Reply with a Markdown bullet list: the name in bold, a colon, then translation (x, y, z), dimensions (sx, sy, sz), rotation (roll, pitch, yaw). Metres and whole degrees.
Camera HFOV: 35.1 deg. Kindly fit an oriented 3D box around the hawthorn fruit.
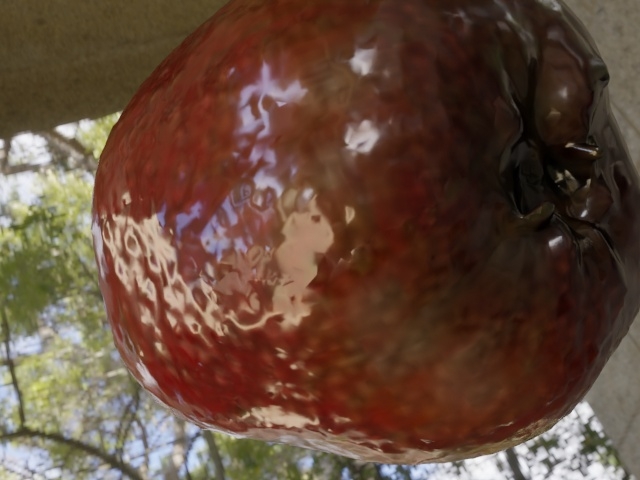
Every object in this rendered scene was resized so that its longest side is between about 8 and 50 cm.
- **hawthorn fruit**: translation (0.000, 0.000, 0.590), dimensions (0.369, 0.284, 0.285), rotation (-25, -32, 36)
